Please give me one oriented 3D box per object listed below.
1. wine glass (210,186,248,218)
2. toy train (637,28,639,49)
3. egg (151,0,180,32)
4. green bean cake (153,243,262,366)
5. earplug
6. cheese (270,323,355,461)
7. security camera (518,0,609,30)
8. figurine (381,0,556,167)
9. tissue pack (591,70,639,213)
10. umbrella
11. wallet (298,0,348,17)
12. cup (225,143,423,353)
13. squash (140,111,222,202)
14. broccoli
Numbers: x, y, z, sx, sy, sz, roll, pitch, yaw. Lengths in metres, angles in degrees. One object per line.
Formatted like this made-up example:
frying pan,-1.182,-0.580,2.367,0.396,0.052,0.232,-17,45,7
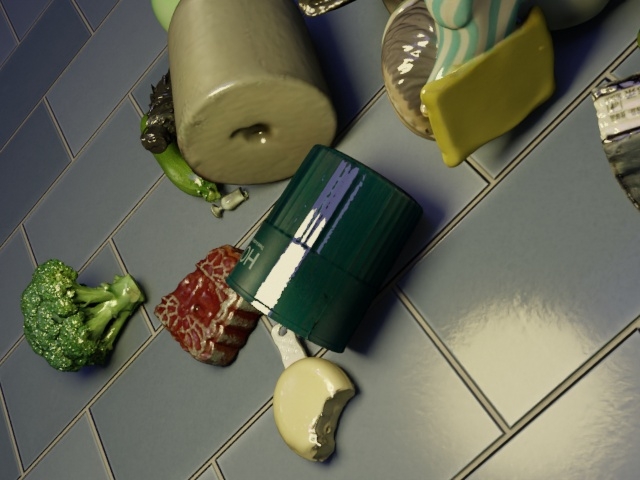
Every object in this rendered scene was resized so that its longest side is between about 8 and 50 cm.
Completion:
wine glass,-0.198,-0.083,1.545,0.083,0.042,0.039,-31,87,21
toy train,0.563,-0.402,1.008,0.178,0.249,0.429,123,129,-64
egg,-0.282,-0.567,1.674,0.220,0.220,0.269,-52,55,8
green bean cake,-0.214,0.121,1.442,0.198,0.097,0.233,40,98,39
earplug,-0.159,-0.350,1.450,0.312,0.312,0.394,-31,56,23
cheese,-0.042,0.267,1.279,0.249,0.070,0.163,39,96,38
security camera,0.392,-0.468,1.177,0.194,0.194,0.236,-18,67,30
figurine,0.180,-0.366,1.185,0.266,0.361,0.378,-25,45,-19
tissue pack,0.556,-0.153,0.894,0.361,0.259,0.122,-16,57,29
umbrella,-0.314,-0.288,1.600,0.154,0.128,0.337,0,38,-8
wallet,0.126,-0.508,1.295,0.228,0.062,0.406,-20,18,31
cup,0.015,0.010,1.265,0.242,0.308,0.292,32,92,7
squash,-0.327,-0.193,1.643,0.101,0.101,0.379,-52,51,8
broccoli,-0.529,0.159,1.582,0.270,0.270,0.270,-24,55,-9
